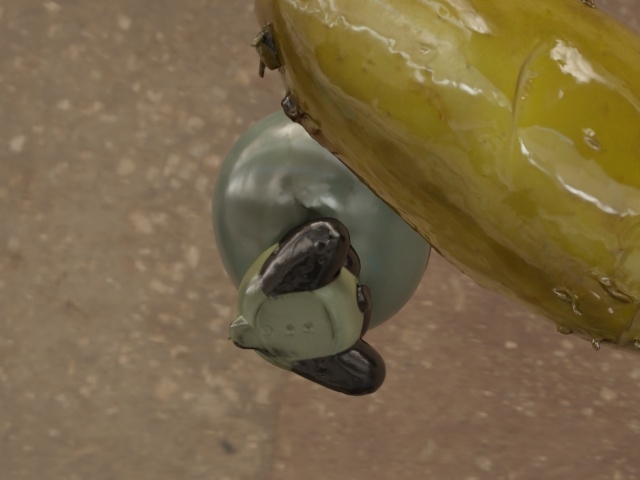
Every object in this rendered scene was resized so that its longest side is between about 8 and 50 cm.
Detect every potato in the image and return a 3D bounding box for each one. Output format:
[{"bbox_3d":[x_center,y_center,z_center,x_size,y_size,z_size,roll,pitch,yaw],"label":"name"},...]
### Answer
[{"bbox_3d":[0.100,-0.046,0.742,0.300,0.173,0.140,34,90,-4],"label":"potato"}]

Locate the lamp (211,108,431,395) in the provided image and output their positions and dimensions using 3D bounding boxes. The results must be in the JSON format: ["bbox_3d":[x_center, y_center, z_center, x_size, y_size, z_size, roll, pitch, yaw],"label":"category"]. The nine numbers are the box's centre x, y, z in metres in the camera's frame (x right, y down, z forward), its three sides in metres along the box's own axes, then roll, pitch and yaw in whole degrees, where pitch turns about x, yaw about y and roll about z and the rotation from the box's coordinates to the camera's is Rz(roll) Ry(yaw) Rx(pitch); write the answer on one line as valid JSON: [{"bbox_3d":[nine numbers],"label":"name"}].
[{"bbox_3d":[0.000,0.000,1.244,0.198,0.198,0.244,-32,25,20],"label":"lamp"}]
